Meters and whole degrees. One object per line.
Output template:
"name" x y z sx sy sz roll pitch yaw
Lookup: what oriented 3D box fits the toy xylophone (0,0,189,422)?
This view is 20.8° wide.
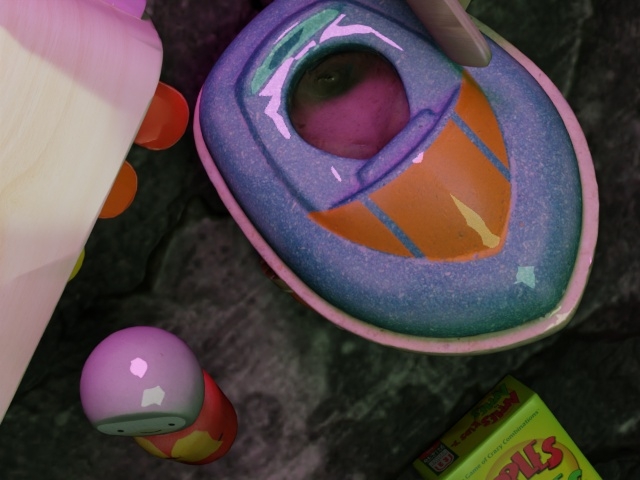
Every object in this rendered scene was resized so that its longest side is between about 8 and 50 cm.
"toy xylophone" -0.222 -0.028 0.977 0.236 0.081 0.322 33 91 -27

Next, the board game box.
"board game box" 0.154 0.190 1.215 0.092 0.043 0.181 -42 116 -6

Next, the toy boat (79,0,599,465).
"toy boat" 0.000 0.000 0.982 0.318 0.267 0.148 -48 158 -4

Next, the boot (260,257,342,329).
"boot" 0.041 -0.015 1.109 0.158 0.059 0.084 -47 126 -1

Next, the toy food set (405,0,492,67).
"toy food set" 0.088 -0.277 0.945 0.220 0.092 0.306 49 56 -31
